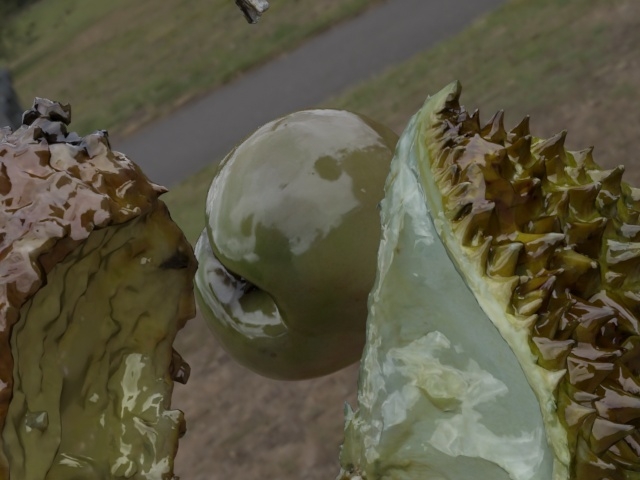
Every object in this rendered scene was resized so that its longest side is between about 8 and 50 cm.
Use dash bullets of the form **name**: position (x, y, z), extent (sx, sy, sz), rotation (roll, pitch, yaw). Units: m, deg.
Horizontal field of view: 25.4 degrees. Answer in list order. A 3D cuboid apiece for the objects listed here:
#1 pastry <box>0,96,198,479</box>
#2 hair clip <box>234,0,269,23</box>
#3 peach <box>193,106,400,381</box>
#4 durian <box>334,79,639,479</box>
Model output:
- **pastry**: position (-0.260, 0.115, 0.979), extent (0.337, 0.292, 0.405), rotation (-4, 69, 27)
- **hair clip**: position (-0.131, -0.349, 1.674), extent (0.062, 0.214, 0.056), rotation (-40, 10, -29)
- **peach**: position (-0.001, 0.001, 1.488), extent (0.247, 0.292, 0.292), rotation (26, 54, 34)
- **durian**: position (0.080, 0.065, 0.587), extent (0.139, 0.252, 0.144), rotation (24, 35, 26)
